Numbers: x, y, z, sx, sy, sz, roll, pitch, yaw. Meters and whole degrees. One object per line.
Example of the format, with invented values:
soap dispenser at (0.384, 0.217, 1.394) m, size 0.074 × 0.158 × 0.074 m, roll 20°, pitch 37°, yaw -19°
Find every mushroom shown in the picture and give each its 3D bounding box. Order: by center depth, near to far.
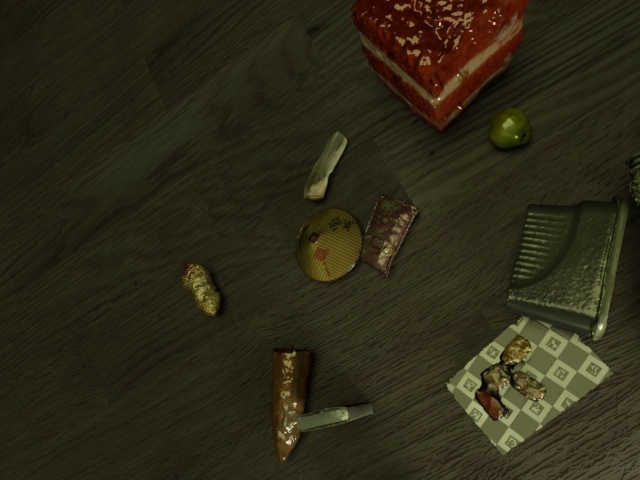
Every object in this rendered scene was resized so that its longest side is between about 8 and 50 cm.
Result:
mushroom at (0.014, -0.192, 1.289) m, size 0.059 × 0.054 × 0.202 m, roll 19°, pitch 79°, yaw 20°

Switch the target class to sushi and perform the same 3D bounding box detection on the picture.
sushi at (0.409, 0.275, 1.005) m, size 0.279 × 0.043 × 0.192 m, roll -41°, pitch 65°, yaw 8°

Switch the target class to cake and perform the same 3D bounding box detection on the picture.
cake at (0.268, -0.447, 1.103) m, size 0.269 × 0.319 × 0.270 m, roll -42°, pitch 70°, yaw 4°

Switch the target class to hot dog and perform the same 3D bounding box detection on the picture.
hot dog at (-0.314, 0.132, 1.323) m, size 0.078 × 0.061 × 0.168 m, roll -30°, pitch 73°, yaw 2°

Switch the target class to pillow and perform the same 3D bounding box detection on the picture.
pillow at (0.154, -0.014, 1.186) m, size 0.118 × 0.043 × 0.184 m, roll 25°, pitch 84°, yaw 34°

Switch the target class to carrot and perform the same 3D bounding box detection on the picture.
carrot at (-0.076, 0.377, 1.147) m, size 0.102 × 0.102 × 0.262 m, roll -1°, pitch 77°, yaw 22°

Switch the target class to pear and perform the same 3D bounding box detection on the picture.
pear at (0.429, -0.252, 1.114) m, size 0.097 × 0.092 × 0.092 m, roll 26°, pitch 87°, yaw 26°

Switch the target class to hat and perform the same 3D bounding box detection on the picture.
hat at (0.000, 0.000, 1.206) m, size 0.193 × 0.082 × 0.192 m, roll -10°, pitch 69°, yaw 29°

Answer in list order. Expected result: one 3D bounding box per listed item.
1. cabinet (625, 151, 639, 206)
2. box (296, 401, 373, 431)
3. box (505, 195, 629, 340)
cabinet at (0.715, -0.014, 0.811) m, size 0.290 × 0.227 × 0.317 m, roll 3°, pitch 78°, yaw -5°
box at (0.035, 0.373, 1.056) m, size 0.115 × 0.177 × 0.035 m, roll -17°, pitch 70°, yaw 16°
box at (0.486, 0.041, 0.981) m, size 0.178 × 0.138 × 0.274 m, roll 11°, pitch 75°, yaw 29°
